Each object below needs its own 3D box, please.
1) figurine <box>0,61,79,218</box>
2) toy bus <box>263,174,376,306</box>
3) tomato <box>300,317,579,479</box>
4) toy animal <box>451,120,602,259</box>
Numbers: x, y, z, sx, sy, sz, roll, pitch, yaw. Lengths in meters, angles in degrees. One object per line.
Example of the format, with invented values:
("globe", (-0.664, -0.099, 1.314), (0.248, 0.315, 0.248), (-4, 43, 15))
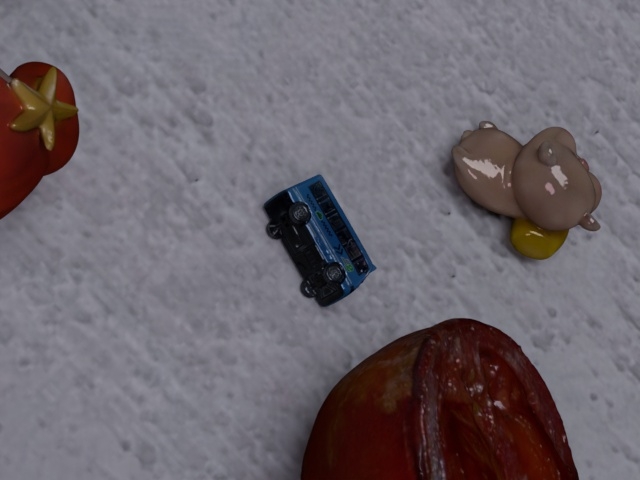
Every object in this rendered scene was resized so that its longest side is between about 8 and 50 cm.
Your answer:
("figurine", (-0.281, -0.094, 1.058), (0.257, 0.181, 0.208), (46, 22, -8))
("toy bus", (0.000, 0.000, 1.237), (0.046, 0.038, 0.083), (-29, 88, -35))
("tomato", (0.065, 0.158, 1.159), (0.233, 0.139, 0.200), (-7, 82, -64))
("toy animal", (0.158, -0.052, 1.311), (0.114, 0.082, 0.091), (44, 58, -7))
